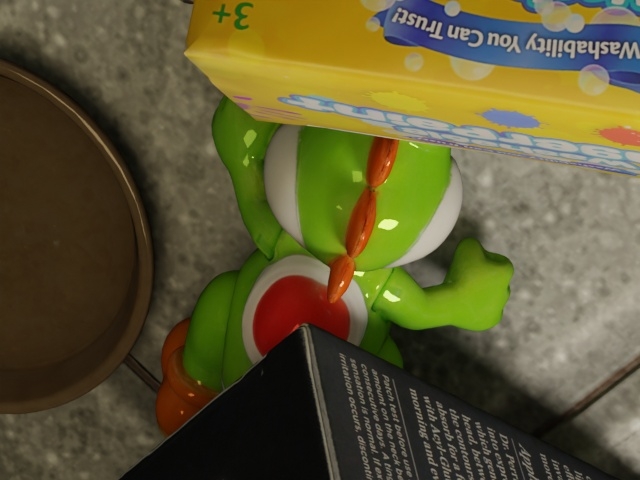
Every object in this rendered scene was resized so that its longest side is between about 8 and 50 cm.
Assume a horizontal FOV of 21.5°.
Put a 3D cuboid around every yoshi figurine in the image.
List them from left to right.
[{"bbox_3d":[0.015,-0.013,1.073,0.203,0.203,0.362,57,142,33],"label":"yoshi figurine"}]

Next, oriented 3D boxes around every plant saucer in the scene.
[{"bbox_3d":[-0.243,-0.007,1.195,0.277,0.041,0.278,6,114,14],"label":"plant saucer"}]

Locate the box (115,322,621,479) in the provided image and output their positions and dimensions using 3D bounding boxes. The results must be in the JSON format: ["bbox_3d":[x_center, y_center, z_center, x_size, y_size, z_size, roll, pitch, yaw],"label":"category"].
[{"bbox_3d":[0.048,0.272,1.041,0.395,0.212,0.293,29,123,-35],"label":"box"}]

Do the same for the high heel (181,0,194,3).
[{"bbox_3d":[0.049,-0.177,0.999,0.261,0.093,0.186,-39,92,18],"label":"high heel"}]

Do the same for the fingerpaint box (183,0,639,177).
[{"bbox_3d":[0.194,-0.216,0.812,0.444,0.163,0.371,10,84,12],"label":"fingerpaint box"}]
